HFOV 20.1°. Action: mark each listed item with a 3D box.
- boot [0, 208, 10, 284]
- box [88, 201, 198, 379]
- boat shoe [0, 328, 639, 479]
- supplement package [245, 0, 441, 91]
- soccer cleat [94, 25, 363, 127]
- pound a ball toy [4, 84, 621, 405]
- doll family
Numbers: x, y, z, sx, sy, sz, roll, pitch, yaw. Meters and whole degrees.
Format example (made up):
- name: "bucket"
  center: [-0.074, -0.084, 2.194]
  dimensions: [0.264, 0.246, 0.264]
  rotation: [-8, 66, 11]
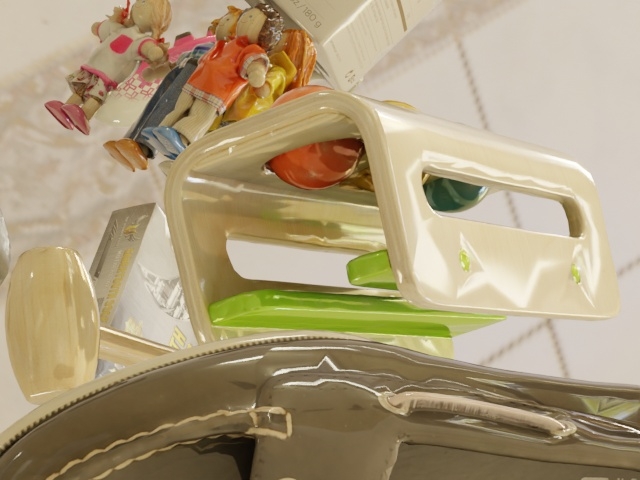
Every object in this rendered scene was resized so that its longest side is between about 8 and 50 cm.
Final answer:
- name: "boot"
  center: [-0.441, -0.089, 1.936]
  dimensions: [0.146, 0.367, 0.445]
  rotation: [-16, 137, -7]
- name: "box"
  center: [-0.165, 0.108, 1.735]
  dimensions: [0.183, 0.056, 0.231]
  rotation: [58, 35, -37]
- name: "boat shoe"
  center: [0.051, 0.097, 0.607]
  dimensions: [0.335, 0.095, 0.112]
  rotation: [3, 104, -25]
- name: "supplement package"
  center: [0.055, -0.304, 1.578]
  dimensions: [0.293, 0.175, 0.177]
  rotation: [-44, 77, -2]
- name: "soccer cleat"
  center: [-0.098, -0.179, 2.092]
  dimensions: [0.331, 0.116, 0.143]
  rotation: [-25, 84, -21]
- name: "pound a ball toy"
  center: [0.000, 0.000, 0.964]
  dimensions: [0.319, 0.208, 0.136]
  rotation: [8, 67, -59]
- name: "doll family"
  center: [-0.093, -0.122, 1.447]
  dimensions: [0.163, 0.263, 0.118]
  rotation: [-51, 124, -15]
